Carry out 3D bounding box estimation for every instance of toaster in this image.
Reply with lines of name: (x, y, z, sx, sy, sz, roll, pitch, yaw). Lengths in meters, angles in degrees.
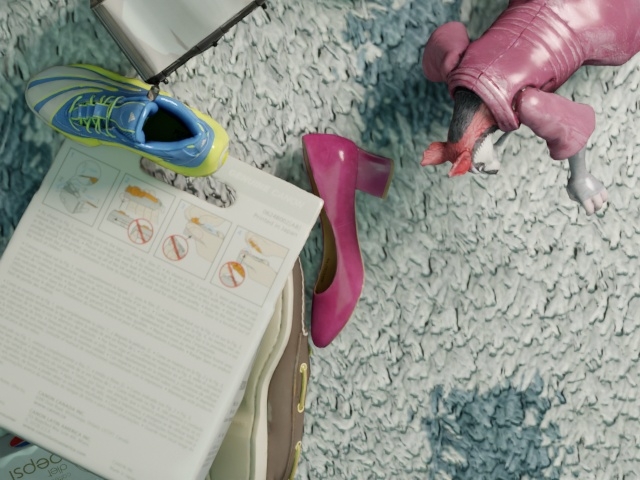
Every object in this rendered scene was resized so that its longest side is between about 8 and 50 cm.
toaster: (-0.149, -0.255, 1.303, 0.168, 0.186, 0.110, -37, 111, 4)

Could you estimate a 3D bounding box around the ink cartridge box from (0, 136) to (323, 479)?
ink cartridge box: (-0.209, 0.069, 1.407, 0.308, 0.091, 0.385, 25, 84, 6)

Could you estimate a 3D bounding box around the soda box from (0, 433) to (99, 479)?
soda box: (-0.304, 0.252, 1.482, 0.216, 0.069, 0.074, -21, 107, -1)

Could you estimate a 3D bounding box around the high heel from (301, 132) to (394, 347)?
high heel: (0.000, 0.000, 1.439, 0.117, 0.082, 0.244, 16, 98, -21)

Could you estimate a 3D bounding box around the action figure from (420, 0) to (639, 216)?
action figure: (0.239, -0.205, 1.304, 0.248, 0.276, 0.370, 31, 67, 20)

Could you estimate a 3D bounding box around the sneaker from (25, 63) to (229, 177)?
sneaker: (-0.214, -0.143, 1.330, 0.240, 0.126, 0.091, 17, 83, 5)

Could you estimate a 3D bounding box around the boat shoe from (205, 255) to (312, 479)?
boat shoe: (-0.064, 0.153, 1.472, 0.096, 0.116, 0.324, 0, 98, -51)
